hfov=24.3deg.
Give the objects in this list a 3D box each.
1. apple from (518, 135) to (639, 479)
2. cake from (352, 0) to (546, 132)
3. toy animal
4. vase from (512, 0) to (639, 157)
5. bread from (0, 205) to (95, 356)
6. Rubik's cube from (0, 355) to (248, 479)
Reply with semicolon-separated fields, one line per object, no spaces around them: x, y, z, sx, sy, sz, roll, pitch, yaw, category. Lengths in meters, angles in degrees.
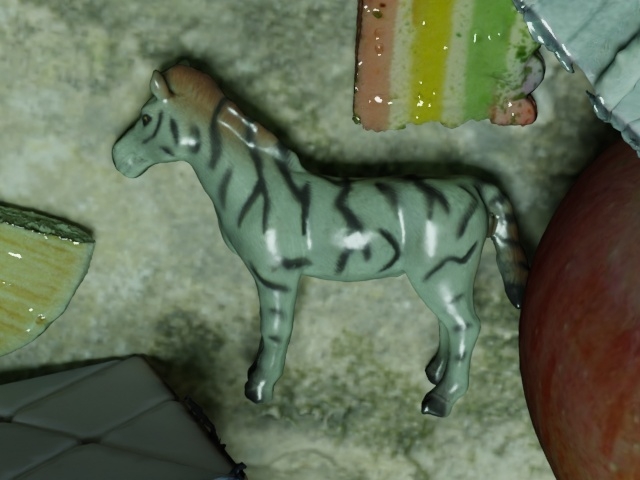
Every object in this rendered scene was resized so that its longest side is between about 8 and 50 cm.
0.276;0.067;0.769;0.345;0.345;0.269;-1;130;0;apple
0.077;-0.171;0.832;0.109;0.090;0.225;1;125;-3;cake
-0.009;0.015;0.865;0.255;0.090;0.170;20;102;-9;toy animal
0.275;-0.230;0.616;0.445;0.250;0.250;-36;104;19;vase
-0.240;0.021;0.892;0.193;0.036;0.112;14;111;-8;bread
-0.163;0.216;0.824;0.231;0.221;0.225;-12;108;-18;Rubik's cube
